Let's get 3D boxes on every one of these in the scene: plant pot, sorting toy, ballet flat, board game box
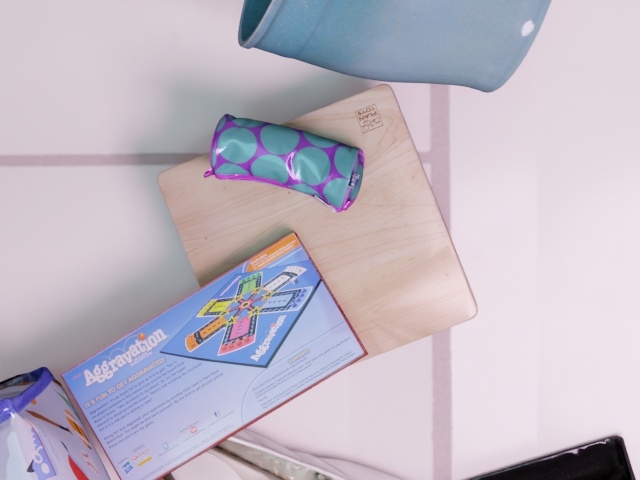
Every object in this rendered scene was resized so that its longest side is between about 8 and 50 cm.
[{"bbox_3d":[0.086,-0.269,1.722,0.255,0.271,0.271,21,98,-11],"label":"plant pot"},{"bbox_3d":[0.253,0.335,1.816,0.188,0.187,0.167,-17,107,7],"label":"plant pot"},{"bbox_3d":[0.000,0.000,1.838,0.257,0.089,0.255,-21,94,7],"label":"sorting toy"},{"bbox_3d":[-0.032,0.281,1.854,0.400,0.139,0.139,24,98,2],"label":"ballet flat"},{"bbox_3d":[-0.108,0.125,1.788,0.281,0.027,0.145,-31,85,6],"label":"board game box"}]

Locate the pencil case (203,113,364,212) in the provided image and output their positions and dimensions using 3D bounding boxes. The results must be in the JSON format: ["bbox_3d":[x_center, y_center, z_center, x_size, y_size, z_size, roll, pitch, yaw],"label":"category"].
[{"bbox_3d":[-0.034,-0.076,1.753,0.152,0.064,0.070,15,78,4],"label":"pencil case"}]

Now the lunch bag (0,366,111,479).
[{"bbox_3d":[-0.294,0.310,1.753,0.239,0.385,0.328,-24,94,3],"label":"lunch bag"}]
